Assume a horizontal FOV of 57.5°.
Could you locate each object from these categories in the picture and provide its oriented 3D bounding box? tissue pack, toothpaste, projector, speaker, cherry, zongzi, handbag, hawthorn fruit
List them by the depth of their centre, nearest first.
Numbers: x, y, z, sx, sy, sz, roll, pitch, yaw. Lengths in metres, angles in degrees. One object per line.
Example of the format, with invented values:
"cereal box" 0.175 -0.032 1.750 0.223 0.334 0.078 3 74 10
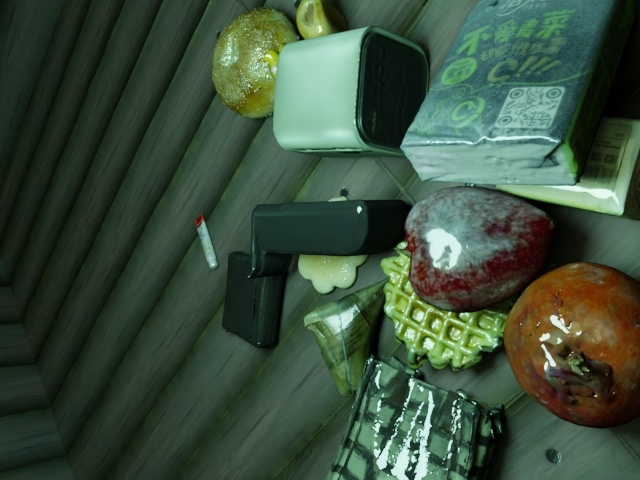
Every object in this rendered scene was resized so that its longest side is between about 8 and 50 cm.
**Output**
"hawthorn fruit" 0.421 0.171 0.933 0.276 0.307 0.276 -2 86 31
"tissue pack" 0.344 -0.278 1.003 0.288 0.124 0.394 6 58 41
"tissue pack" 0.452 -0.135 1.024 0.234 0.125 0.159 17 98 43
"cherry" 0.277 0.013 1.064 0.300 0.203 0.230 -15 59 25
"handbag" 0.199 0.448 1.235 0.325 0.162 0.327 17 93 39
"projector" 0.069 -0.316 1.302 0.249 0.248 0.248 7 94 43
"speaker" 0.000 0.000 1.367 0.388 0.180 0.184 -1 93 40
"zongzi" 0.110 0.225 1.370 0.242 0.112 0.221 -26 81 11
"handbag" -0.194 0.165 1.661 0.223 0.080 0.247 17 103 49
"toothpaste" -0.363 0.003 1.851 0.048 0.031 0.190 -43 59 38

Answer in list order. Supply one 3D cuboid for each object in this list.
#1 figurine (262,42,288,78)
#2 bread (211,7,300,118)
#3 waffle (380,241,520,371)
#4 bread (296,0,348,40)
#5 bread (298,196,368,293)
"figurine" -0.048 -0.376 1.471 0.131 0.156 0.246 -39 101 11
"bread" -0.189 -0.493 1.609 0.305 0.158 0.306 -1 88 44
"waffle" 0.265 0.112 1.224 0.297 0.073 0.317 -29 61 29
"bread" 0.006 -0.516 1.428 0.085 0.173 0.134 -21 73 25
"bread" 0.037 0.022 1.468 0.182 0.039 0.251 45 117 35
